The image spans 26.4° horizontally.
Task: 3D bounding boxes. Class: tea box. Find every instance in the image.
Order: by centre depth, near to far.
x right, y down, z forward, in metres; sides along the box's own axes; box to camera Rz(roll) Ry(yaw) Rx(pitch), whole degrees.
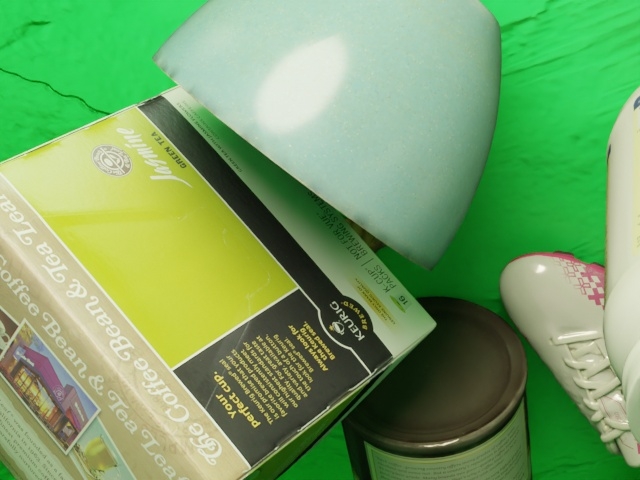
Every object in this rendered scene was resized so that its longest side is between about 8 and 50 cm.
[{"bbox_3d":[-0.138,0.074,1.223,0.329,0.323,0.220,49,132,10],"label":"tea box"}]

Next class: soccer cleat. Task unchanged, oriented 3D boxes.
[{"bbox_3d":[0.307,0.143,1.401,0.331,0.143,0.116,40,130,-24],"label":"soccer cleat"}]

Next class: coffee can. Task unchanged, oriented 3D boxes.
[{"bbox_3d":[0.129,0.227,1.483,0.201,0.201,0.275,0,134,13],"label":"coffee can"}]

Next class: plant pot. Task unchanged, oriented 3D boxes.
[{"bbox_3d":[0.035,-0.140,1.125,0.290,0.290,0.195,35,95,-21],"label":"plant pot"}]

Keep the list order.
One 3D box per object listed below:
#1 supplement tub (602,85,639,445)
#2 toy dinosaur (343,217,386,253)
[{"bbox_3d":[0.355,0.018,1.137,0.235,0.325,0.235,7,135,6],"label":"supplement tub"},{"bbox_3d":[0.000,0.000,1.403,0.211,0.064,0.112,8,113,-4],"label":"toy dinosaur"}]
